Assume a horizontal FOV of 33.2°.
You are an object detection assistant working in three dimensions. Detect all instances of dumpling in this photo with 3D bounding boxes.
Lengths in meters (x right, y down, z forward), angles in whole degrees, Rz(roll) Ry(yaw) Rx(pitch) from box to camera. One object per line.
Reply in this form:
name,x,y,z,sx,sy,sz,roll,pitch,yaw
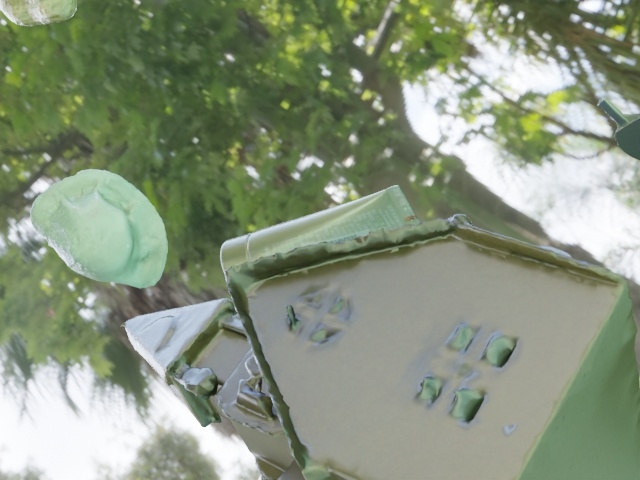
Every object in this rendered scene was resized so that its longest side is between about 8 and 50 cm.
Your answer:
dumpling,-0.327,-0.009,1.608,0.219,0.108,0.153,27,-64,-15

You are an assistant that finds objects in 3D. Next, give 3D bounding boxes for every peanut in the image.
peanut,-0.230,-0.190,0.862,0.037,0.083,0.037,-34,-51,-58

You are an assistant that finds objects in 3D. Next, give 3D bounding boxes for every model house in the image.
model house,-0.010,0.090,0.459,0.176,0.248,0.181,-52,-40,-26

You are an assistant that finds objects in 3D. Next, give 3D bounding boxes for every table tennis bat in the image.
table tennis bat,0.292,-0.105,1.004,0.050,0.083,0.007,-40,15,49

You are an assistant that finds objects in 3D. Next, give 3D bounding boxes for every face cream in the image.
face cream,0.000,0.000,1.750,0.137,0.341,0.084,56,-149,-37

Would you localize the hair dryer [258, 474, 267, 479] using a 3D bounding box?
hair dryer,-0.093,0.324,1.144,0.090,0.134,0.279,-64,-1,-50
